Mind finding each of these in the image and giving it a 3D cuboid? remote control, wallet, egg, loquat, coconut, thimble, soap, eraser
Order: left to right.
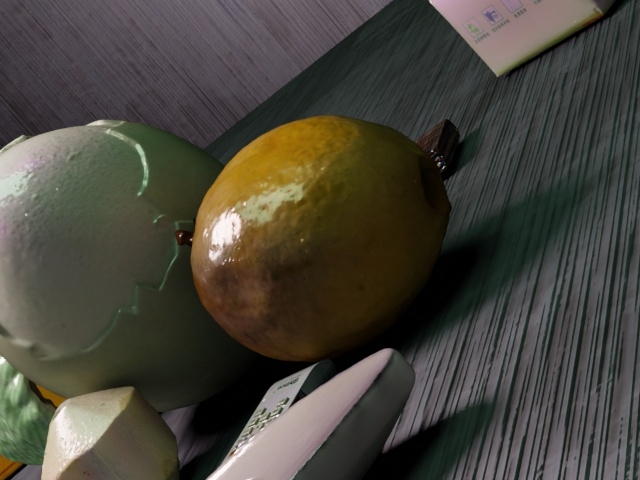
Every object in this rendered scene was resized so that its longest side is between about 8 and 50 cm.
[{"bbox_3d":[-0.285,0.132,1.764,0.219,0.219,0.150,-47,11,-32],"label":"thimble"},{"bbox_3d":[-0.191,0.191,1.447,0.116,0.122,0.116,-39,11,9],"label":"coconut"},{"bbox_3d":[-0.199,0.022,1.547,0.278,0.278,0.336,-36,-32,23],"label":"egg"},{"bbox_3d":[-0.041,0.160,1.305,0.065,0.029,0.166,-28,21,46],"label":"remote control"},{"bbox_3d":[-0.022,0.173,1.095,0.243,0.059,0.204,-43,10,3],"label":"eraser"},{"bbox_3d":[0.000,0.000,1.387,0.238,0.193,0.238,-21,33,15],"label":"loquat"},{"bbox_3d":[0.054,-0.044,1.782,0.230,0.042,0.124,-35,9,20],"label":"wallet"},{"bbox_3d":[0.264,-0.317,1.896,0.199,0.138,0.182,-28,15,50],"label":"soap"}]

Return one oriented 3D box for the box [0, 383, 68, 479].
[{"bbox_3d":[-0.450,0.171,2.067,0.415,0.264,0.116,-41,12,2],"label":"box"}]
